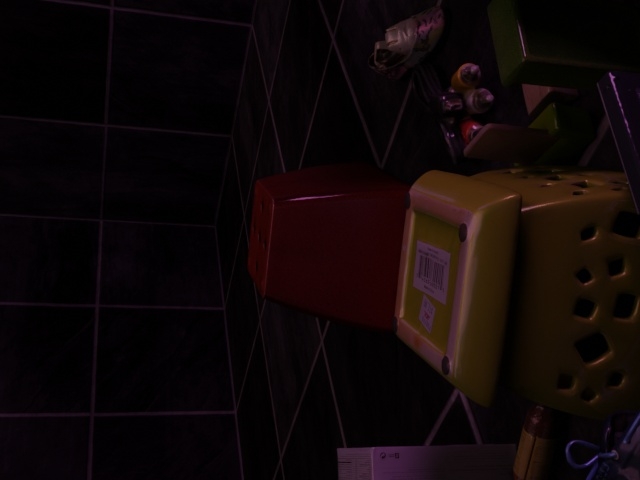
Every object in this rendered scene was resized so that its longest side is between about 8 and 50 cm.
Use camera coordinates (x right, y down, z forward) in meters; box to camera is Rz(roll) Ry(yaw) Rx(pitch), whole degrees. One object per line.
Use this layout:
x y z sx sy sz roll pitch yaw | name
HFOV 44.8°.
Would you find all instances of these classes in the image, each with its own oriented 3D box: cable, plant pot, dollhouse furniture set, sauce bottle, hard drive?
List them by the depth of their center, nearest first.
0.296 -0.080 0.659 0.022 0.094 0.135 121 148 -57 | hard drive
0.200 0.038 0.774 0.228 0.207 0.227 -142 56 -72 | plant pot
0.217 -0.254 0.860 0.197 0.151 0.302 124 146 -61 | dollhouse furniture set
0.248 0.216 0.872 0.042 0.042 0.128 -126 43 -65 | sauce bottle
0.196 -0.197 1.154 0.287 0.072 0.140 -99 -1 -74 | cable
0.000 0.000 1.422 0.267 0.235 0.267 -134 48 -68 | plant pot

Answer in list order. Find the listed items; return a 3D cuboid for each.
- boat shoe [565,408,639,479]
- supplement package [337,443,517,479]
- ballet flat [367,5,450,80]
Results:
0.285 0.178 0.662 0.089 0.109 0.258 55 128 36 | boat shoe
0.133 0.360 0.967 0.149 0.194 0.203 136 135 -68 | supplement package
0.135 -0.324 1.291 0.221 0.079 0.077 155 118 -72 | ballet flat
